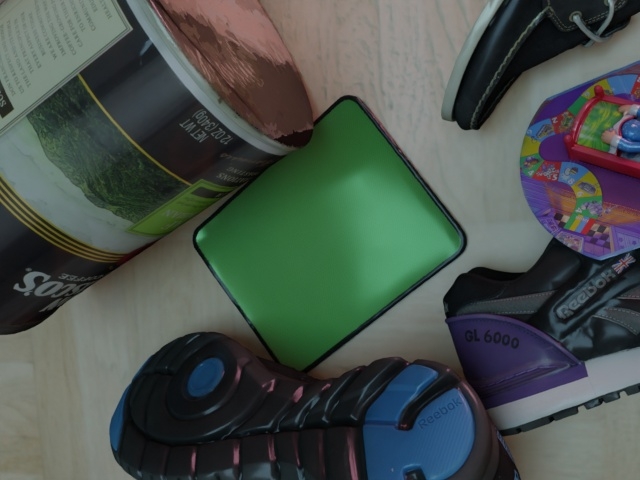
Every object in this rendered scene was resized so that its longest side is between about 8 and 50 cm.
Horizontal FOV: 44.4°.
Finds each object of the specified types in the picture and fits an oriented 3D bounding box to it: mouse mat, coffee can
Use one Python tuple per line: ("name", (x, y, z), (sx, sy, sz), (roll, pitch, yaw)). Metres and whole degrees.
("mouse mat", (0.000, 0.000, 0.616), (0.189, 0.007, 0.153), (-40, 80, 21))
("coffee can", (-0.173, -0.082, 0.571), (0.275, 0.201, 0.202), (-31, 83, 21))

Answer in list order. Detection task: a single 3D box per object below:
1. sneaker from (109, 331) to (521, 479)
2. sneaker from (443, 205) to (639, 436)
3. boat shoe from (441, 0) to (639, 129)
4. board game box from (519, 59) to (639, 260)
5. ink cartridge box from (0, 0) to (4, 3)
("sneaker", (-0.020, 0.155, 0.569), (0.340, 0.140, 0.125), (2, 55, 40))
("sneaker", (0.208, 0.019, 0.487), (0.283, 0.107, 0.124), (-26, 79, 21))
("boat shoe", (0.164, -0.160, 0.497), (0.079, 0.084, 0.233), (42, 104, 14))
("board game box", (0.202, -0.068, 0.478), (0.168, 0.033, 0.133), (-21, 54, 18))
("ink cartridge box", (-0.331, -0.273, 0.633), (0.197, 0.114, 0.273), (43, 107, 13))
